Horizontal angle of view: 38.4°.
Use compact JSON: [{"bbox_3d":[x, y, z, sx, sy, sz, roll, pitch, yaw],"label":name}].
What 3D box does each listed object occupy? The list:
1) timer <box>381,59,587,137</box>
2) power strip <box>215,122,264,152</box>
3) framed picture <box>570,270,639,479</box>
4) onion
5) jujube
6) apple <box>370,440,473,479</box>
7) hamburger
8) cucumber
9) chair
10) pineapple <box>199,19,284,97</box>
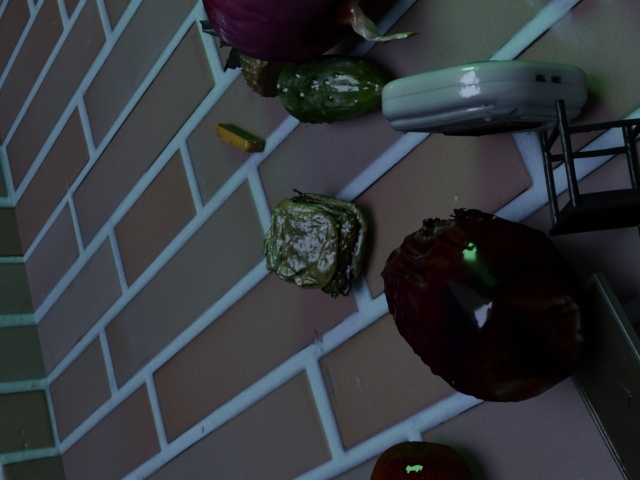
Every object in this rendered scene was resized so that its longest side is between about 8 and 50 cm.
[{"bbox_3d":[0.232,-0.197,1.309,0.262,0.237,0.087,-1,91,53],"label":"timer"},{"bbox_3d":[-0.184,-0.227,2.006,0.178,0.049,0.028,32,120,48],"label":"power strip"},{"bbox_3d":[0.391,0.192,1.220,0.189,0.023,0.260,102,150,-60],"label":"framed picture"},{"bbox_3d":[-0.031,-0.441,1.560,0.358,0.358,0.345,-28,70,49],"label":"onion"},{"bbox_3d":[0.223,0.085,1.297,0.377,0.258,0.258,-129,44,-78],"label":"jujube"},{"bbox_3d":[0.162,0.413,1.462,0.181,0.181,0.168,-1,89,53],"label":"apple"},{"bbox_3d":[0.000,0.000,1.731,0.206,0.130,0.183,18,107,32],"label":"hamburger"},{"bbox_3d":[0.041,-0.275,1.656,0.244,0.134,0.134,13,101,48],"label":"cucumber"},{"bbox_3d":[0.372,-0.041,1.173,0.154,0.141,0.260,70,-166,-78],"label":"chair"},{"bbox_3d":[-0.148,-0.408,1.907,0.277,0.119,0.130,50,146,42],"label":"pineapple"}]
